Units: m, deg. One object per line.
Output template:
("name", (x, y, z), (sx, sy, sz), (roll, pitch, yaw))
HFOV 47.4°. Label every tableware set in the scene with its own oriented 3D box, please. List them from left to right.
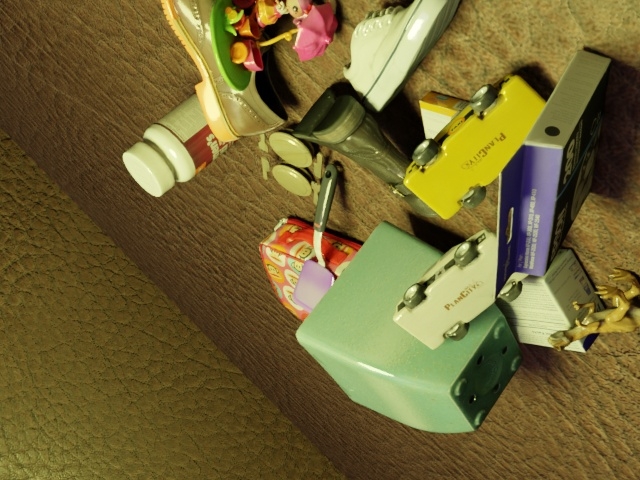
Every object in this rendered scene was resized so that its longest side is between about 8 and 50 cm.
("tableware set", (-0.047, -0.146, 1.327), (0.128, 0.039, 0.194), (27, 158, 10))

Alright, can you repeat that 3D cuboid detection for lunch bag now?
("lunch bag", (0.007, 0.075, 1.477), (0.293, 0.120, 0.258), (23, 146, 41))

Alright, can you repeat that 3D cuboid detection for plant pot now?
("plant pot", (0.167, 0.160, 1.155), (0.252, 0.247, 0.247), (23, 158, 43))

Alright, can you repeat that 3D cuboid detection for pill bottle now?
("pill bottle", (-0.250, -0.186, 1.358), (0.121, 0.221, 0.121), (36, 154, 21))

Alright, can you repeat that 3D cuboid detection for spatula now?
("spatula", (0.000, 0.000, 1.320), (0.084, 0.030, 0.296), (31, 126, 35))

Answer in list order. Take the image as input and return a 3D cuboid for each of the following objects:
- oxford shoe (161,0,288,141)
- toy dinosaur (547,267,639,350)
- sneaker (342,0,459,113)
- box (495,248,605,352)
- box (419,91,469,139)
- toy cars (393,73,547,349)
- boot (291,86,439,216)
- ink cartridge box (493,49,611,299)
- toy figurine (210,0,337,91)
("oxford shoe", (-0.147, -0.335, 1.144), (0.133, 0.130, 0.363), (-7, 123, 19))
("toy dinosaur", (0.407, 0.099, 0.961), (0.212, 0.064, 0.112), (-8, 117, 22))
("sneaker", (0.084, -0.246, 0.904), (0.091, 0.094, 0.258), (41, 156, 0))
("box", (0.324, 0.084, 1.058), (0.137, 0.072, 0.126), (56, 155, -19))
("box", (0.184, -0.135, 1.000), (0.081, 0.028, 0.136), (26, 151, 36))
("toy cars", (0.191, -0.033, 0.949), (0.177, 0.087, 0.393), (2, 120, 2))
("boot", (0.082, -0.119, 1.087), (0.229, 0.091, 0.263), (37, -176, -19))
("ink cartridge box", (0.251, -0.061, 0.791), (0.045, 0.208, 0.206), (22, 147, 27))
("toy figurine", (-0.056, -0.307, 1.016), (0.159, 0.173, 0.130), (-6, 176, 18))
